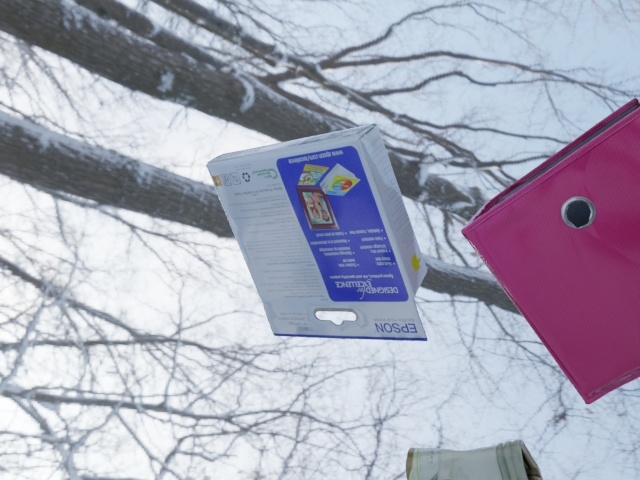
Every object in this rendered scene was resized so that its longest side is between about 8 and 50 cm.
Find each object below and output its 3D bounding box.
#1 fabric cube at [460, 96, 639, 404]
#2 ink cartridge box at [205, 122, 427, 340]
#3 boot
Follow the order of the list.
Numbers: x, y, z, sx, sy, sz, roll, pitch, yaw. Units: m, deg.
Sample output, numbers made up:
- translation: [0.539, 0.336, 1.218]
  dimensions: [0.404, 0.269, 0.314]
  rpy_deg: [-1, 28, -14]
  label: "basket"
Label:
- translation: [0.370, 0.000, 0.894]
  dimensions: [0.254, 0.259, 0.258]
  rpy_deg: [-36, -93, 25]
  label: "fabric cube"
- translation: [0.000, 0.000, 1.045]
  dimensions: [0.303, 0.072, 0.307]
  rpy_deg: [-4, -64, 40]
  label: "ink cartridge box"
- translation: [0.218, 0.356, 0.929]
  dimensions: [0.165, 0.077, 0.213]
  rpy_deg: [-14, -69, 21]
  label: "boot"
